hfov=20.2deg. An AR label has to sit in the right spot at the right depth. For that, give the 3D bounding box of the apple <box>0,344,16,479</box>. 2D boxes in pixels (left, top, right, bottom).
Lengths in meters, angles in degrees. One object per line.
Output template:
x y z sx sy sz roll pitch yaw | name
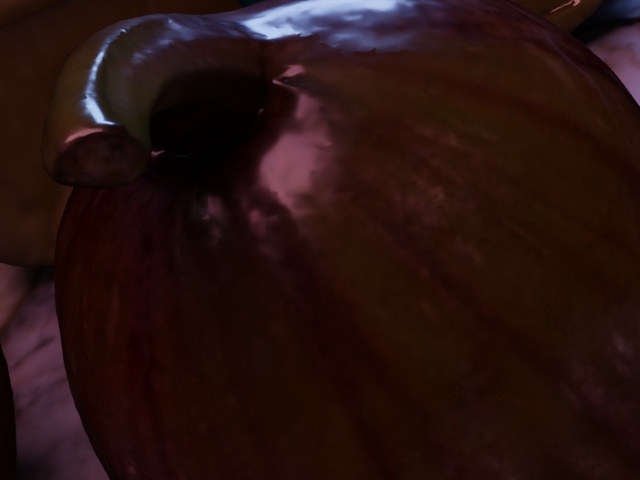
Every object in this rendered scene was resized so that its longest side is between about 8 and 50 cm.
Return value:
-0.172 0.053 0.516 0.195 0.173 0.160 18 59 41 | apple

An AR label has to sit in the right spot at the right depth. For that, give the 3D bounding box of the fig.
0.000 -0.001 0.432 0.175 0.207 0.175 -26 36 20 | fig

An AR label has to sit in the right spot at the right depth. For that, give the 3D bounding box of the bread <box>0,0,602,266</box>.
-0.035 -0.107 0.632 0.288 0.152 0.119 -24 42 11 | bread

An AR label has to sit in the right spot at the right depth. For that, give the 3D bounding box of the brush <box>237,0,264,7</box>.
-0.005 -0.086 0.561 0.043 0.193 0.032 -35 17 29 | brush
